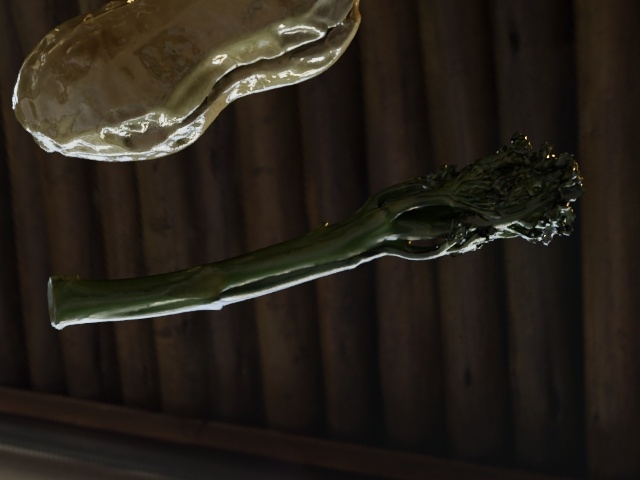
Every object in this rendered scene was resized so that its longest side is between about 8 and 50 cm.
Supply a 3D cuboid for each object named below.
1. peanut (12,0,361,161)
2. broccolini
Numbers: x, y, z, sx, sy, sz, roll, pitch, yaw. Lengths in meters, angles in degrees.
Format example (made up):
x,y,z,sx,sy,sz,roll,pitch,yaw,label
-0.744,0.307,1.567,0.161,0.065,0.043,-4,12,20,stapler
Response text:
x,y,z,sx,sy,sz,roll,pitch,yaw,label
-0.104,-0.148,0.889,0.290,0.130,0.130,-27,-89,4,peanut
0.000,0.000,0.496,0.051,0.239,0.054,-159,-124,-78,broccolini
